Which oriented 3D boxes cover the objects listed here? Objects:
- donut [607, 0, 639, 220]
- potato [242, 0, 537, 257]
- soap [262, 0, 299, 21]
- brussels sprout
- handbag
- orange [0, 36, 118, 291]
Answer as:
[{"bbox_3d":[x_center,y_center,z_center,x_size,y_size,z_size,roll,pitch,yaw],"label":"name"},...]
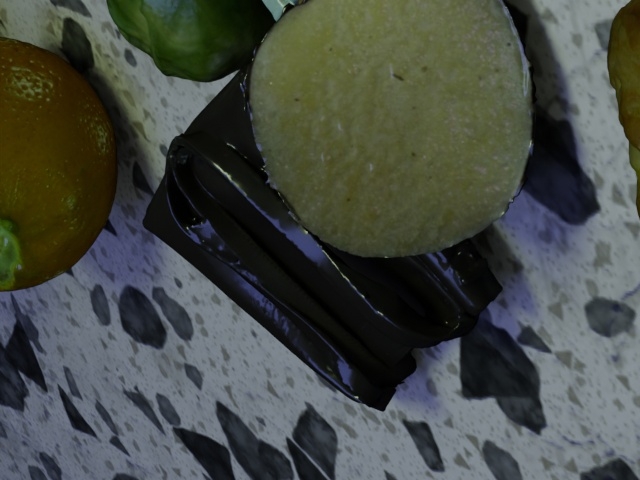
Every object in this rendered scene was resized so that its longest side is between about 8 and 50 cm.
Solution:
[{"bbox_3d":[0.266,-0.044,0.953,0.261,0.128,0.208,22,137,47],"label":"donut"},{"bbox_3d":[0.050,-0.100,1.248,0.117,0.182,0.202,-68,-37,-72],"label":"potato"},{"bbox_3d":[-0.042,-0.257,1.280,0.198,0.066,0.119,55,150,3],"label":"soap"},{"bbox_3d":[-0.095,-0.180,1.380,0.155,0.117,0.155,51,159,29],"label":"brussels sprout"},{"bbox_3d":[0.000,0.000,1.438,0.257,0.113,0.285,47,150,3],"label":"handbag"},{"bbox_3d":[-0.258,-0.064,1.695,0.179,0.158,0.237,-98,9,-49],"label":"orange"}]
